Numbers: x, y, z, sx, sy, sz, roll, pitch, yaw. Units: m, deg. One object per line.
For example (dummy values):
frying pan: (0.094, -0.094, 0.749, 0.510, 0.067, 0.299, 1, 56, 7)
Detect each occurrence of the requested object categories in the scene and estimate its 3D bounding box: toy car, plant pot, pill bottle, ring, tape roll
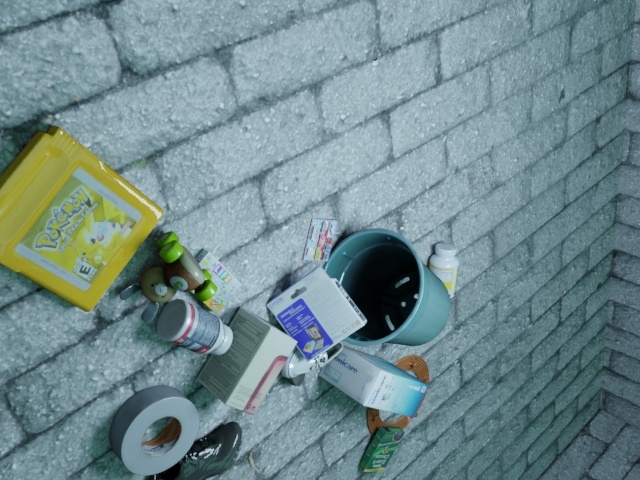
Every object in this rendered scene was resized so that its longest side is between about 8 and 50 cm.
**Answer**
toy car: (-0.366, 0.102, 1.511, 0.188, 0.149, 0.155, -39, 115, -5)
plant pot: (0.220, 0.171, 1.973, 0.334, 0.341, 0.341, 27, 89, -54)
pill bottle: (0.432, 0.106, 2.282, 0.103, 0.103, 0.184, -16, 118, -38)
ring: (0.300, 0.587, 2.422, 0.336, 0.032, 0.337, -20, 122, -36)
pill bottle: (-0.309, 0.225, 1.629, 0.180, 0.108, 0.108, 35, 83, -45)
tape roll: (-0.422, 0.484, 1.662, 0.219, 0.072, 0.219, -20, 122, -36)

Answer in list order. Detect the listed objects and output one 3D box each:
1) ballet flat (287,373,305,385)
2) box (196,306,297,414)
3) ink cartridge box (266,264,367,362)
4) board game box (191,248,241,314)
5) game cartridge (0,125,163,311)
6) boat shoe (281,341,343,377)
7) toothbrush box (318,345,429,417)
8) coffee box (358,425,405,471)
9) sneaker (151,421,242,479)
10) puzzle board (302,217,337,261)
ballet flat: (-0.105, 0.350, 1.923, 0.084, 0.058, 0.250, -65, 147, -32)
box: (-0.197, 0.323, 1.749, 0.127, 0.148, 0.232, 38, 81, -46)
ink cartridge box: (-0.013, 0.202, 1.821, 0.206, 0.208, 0.045, -36, -179, 17)
board game box: (-0.281, 0.107, 1.661, 0.103, 0.026, 0.154, -52, 135, -14)
game cartridge: (-0.523, -0.038, 1.352, 0.285, 0.052, 0.323, -56, 136, -10)
boat shoe: (-0.020, 0.338, 1.922, 0.258, 0.084, 0.095, -27, 120, -55)
toothbrush box: (0.176, 0.455, 2.112, 0.295, 0.216, 0.126, 28, 87, -47)
coffee box: (0.227, 0.770, 2.397, 0.113, 0.040, 0.184, 17, 106, -41)
sneaker: (-0.334, 0.598, 1.778, 0.286, 0.109, 0.130, -42, 126, -24)
puzzle board: (0.000, 0.000, 1.889, 0.096, 0.011, 0.128, 3, 105, -41)
